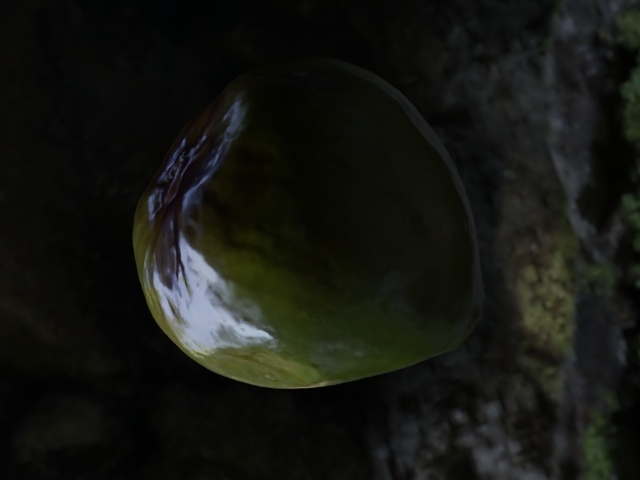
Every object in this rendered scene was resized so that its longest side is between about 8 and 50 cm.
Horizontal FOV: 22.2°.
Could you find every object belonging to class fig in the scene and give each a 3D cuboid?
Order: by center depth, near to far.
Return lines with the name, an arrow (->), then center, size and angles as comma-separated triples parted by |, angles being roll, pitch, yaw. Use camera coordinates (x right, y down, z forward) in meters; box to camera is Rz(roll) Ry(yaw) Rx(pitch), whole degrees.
fig -> -0.009, -0.005, 0.660 | 0.121, 0.136, 0.153 | 19, -158, -48
